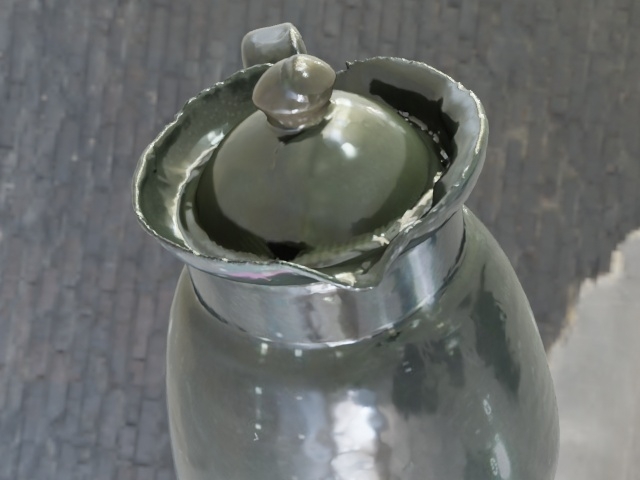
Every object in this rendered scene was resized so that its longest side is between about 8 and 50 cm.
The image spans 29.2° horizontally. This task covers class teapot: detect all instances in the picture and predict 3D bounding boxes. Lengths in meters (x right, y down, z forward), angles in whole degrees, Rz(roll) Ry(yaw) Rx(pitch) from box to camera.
[{"bbox_3d":[0.021,0.004,0.676,0.305,0.223,0.285,-65,151,-46],"label":"teapot"}]
